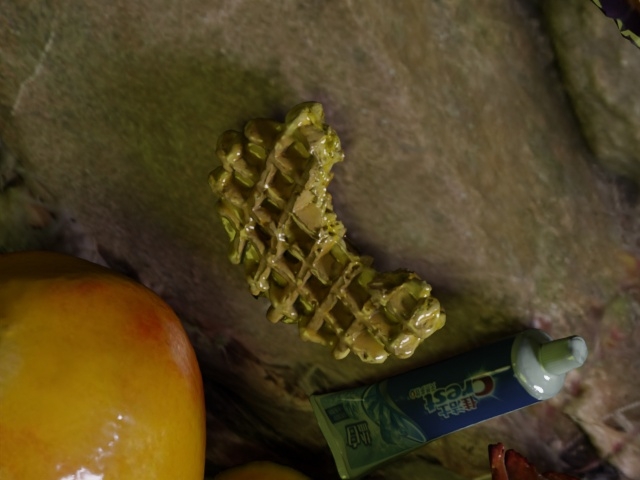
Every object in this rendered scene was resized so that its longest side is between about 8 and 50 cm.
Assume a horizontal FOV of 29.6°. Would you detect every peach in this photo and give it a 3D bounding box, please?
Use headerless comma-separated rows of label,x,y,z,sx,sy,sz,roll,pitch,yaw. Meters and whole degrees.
peach,-0.217,0.165,0.962,0.289,0.289,0.308,-4,141,36

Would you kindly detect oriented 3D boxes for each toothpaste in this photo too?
toothpaste,0.086,0.114,0.877,0.069,0.047,0.268,42,139,-17

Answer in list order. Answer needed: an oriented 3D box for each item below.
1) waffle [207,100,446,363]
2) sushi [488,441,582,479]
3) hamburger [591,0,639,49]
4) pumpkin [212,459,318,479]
waffle,0.002,-0.001,0.845,0.149,0.051,0.194,-11,109,38
sushi,0.199,0.290,0.868,0.130,0.124,0.332,-12,116,30
hamburger,0.245,-0.182,0.455,0.277,0.195,0.318,41,137,-2
pumpkin,-0.033,0.279,1.049,0.254,0.130,0.149,-39,55,27
